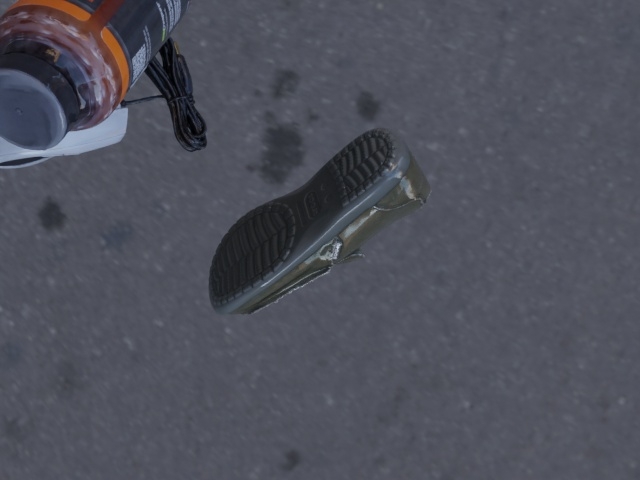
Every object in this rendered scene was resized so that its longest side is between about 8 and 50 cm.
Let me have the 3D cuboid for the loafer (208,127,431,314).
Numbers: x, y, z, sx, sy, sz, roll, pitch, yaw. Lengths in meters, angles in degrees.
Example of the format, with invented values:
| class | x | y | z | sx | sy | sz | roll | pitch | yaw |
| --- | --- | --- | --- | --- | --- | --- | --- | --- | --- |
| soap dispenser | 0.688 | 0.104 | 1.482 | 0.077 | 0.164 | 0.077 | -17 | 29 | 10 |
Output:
| class | x | y | z | sx | sy | sz | roll | pitch | yaw |
| --- | --- | --- | --- | --- | --- | --- | --- | --- | --- |
| loafer | 0.000 | 0.000 | 1.354 | 0.251 | 0.094 | 0.087 | -34 | 133 | 28 |

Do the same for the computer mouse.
| class | x | y | z | sx | sy | sz | roll | pitch | yaw |
| --- | --- | --- | --- | --- | --- | --- | --- | --- | --- |
| computer mouse | -0.195 | -0.104 | 1.220 | 0.193 | 0.042 | 0.106 | -15 | 93 | -9 |

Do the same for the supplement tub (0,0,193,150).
| class | x | y | z | sx | sy | sz | roll | pitch | yaw |
| --- | --- | --- | --- | --- | --- | --- | --- | --- | --- |
| supplement tub | -0.173 | -0.151 | 1.087 | 0.106 | 0.106 | 0.198 | 61 | 37 | -29 |
